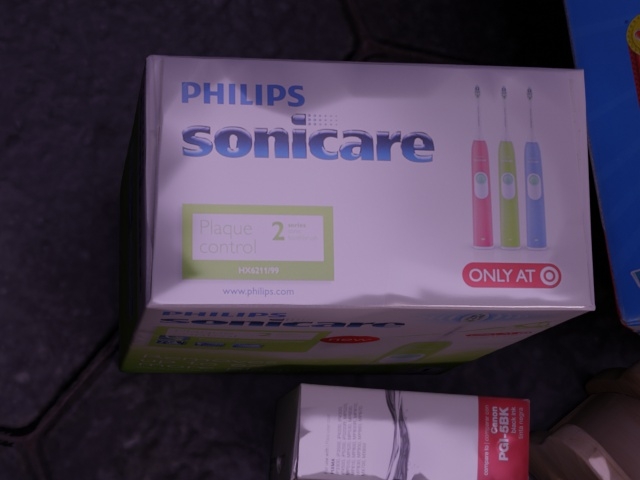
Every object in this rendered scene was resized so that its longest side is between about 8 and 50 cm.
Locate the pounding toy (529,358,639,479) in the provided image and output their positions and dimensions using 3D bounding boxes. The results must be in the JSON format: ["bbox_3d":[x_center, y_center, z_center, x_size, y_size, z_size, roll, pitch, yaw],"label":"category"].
[{"bbox_3d":[0.259,0.171,0.892,0.155,0.154,0.269,-38,68,-15],"label":"pounding toy"}]

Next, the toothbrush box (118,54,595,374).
[{"bbox_3d":[0.000,0.000,0.801,0.206,0.283,0.122,1,78,-11],"label":"toothbrush box"}]

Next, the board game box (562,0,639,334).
[{"bbox_3d":[0.203,-0.095,0.846,0.086,0.302,0.308,-11,79,17],"label":"board game box"}]

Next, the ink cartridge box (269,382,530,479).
[{"bbox_3d":[0.044,0.119,0.878,0.135,0.099,0.056,5,78,-10],"label":"ink cartridge box"}]
